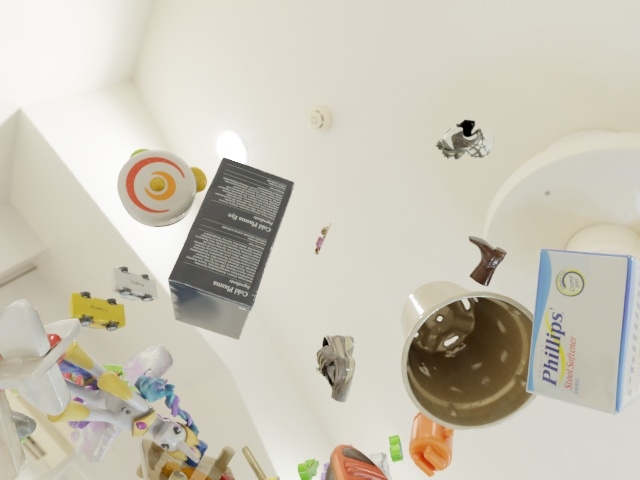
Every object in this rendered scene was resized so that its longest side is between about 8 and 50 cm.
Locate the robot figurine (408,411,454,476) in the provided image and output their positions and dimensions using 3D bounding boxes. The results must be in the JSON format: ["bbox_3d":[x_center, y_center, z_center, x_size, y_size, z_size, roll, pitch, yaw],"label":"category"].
[{"bbox_3d":[0.335,0.600,1.342,0.128,0.219,0.158,7,-68,16],"label":"robot figurine"}]

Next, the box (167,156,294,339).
[{"bbox_3d":[-0.215,0.037,1.068,0.179,0.312,0.343,19,-27,-6],"label":"box"}]

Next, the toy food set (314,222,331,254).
[{"bbox_3d":[0.000,0.000,1.271,0.019,0.078,0.122,23,-37,0],"label":"toy food set"}]

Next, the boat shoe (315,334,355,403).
[{"bbox_3d":[0.044,0.432,1.519,0.130,0.355,0.132,10,-79,1],"label":"boat shoe"}]

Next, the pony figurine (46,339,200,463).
[{"bbox_3d":[-0.451,0.352,0.972,0.351,0.302,0.363,14,-30,41],"label":"pony figurine"}]

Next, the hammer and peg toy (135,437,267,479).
[{"bbox_3d":[-0.260,0.600,1.075,0.361,0.127,0.266,33,-7,-28],"label":"hammer and peg toy"}]

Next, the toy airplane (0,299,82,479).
[{"bbox_3d":[-0.571,0.177,0.677,0.384,0.272,0.386,34,-87,-28],"label":"toy airplane"}]

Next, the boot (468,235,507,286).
[{"bbox_3d":[0.411,0.056,1.156,0.106,0.037,0.114,30,-61,16],"label":"boot"}]

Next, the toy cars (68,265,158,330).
[{"bbox_3d":[-0.688,0.198,1.466,0.087,0.393,0.176,-28,-79,16],"label":"toy cars"}]

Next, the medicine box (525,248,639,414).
[{"bbox_3d":[0.530,0.163,0.855,0.149,0.289,0.263,4,-94,44],"label":"medicine box"}]

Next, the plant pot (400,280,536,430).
[{"bbox_3d":[0.342,0.247,1.137,0.334,0.305,0.333,0,-79,-2],"label":"plant pot"}]

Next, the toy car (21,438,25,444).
[{"bbox_3d":[-0.649,0.423,0.807,0.053,0.225,0.239,50,-14,31],"label":"toy car"}]

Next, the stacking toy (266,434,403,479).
[{"bbox_3d":[0.026,0.325,0.633,0.167,0.221,0.052,-18,-105,12],"label":"stacking toy"}]

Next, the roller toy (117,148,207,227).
[{"bbox_3d":[-0.423,-0.132,1.161,0.209,0.191,0.146,25,-13,-15],"label":"roller toy"}]

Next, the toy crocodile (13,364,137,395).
[{"bbox_3d":[-0.685,0.408,1.280,0.341,0.115,0.105,8,-30,-16],"label":"toy crocodile"}]

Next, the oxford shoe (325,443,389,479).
[{"bbox_3d":[0.037,0.281,0.309,0.097,0.271,0.098,35,-70,-31],"label":"oxford shoe"}]

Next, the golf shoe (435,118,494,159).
[{"bbox_3d":[0.389,-0.261,1.125,0.077,0.198,0.094,53,-39,27],"label":"golf shoe"}]
